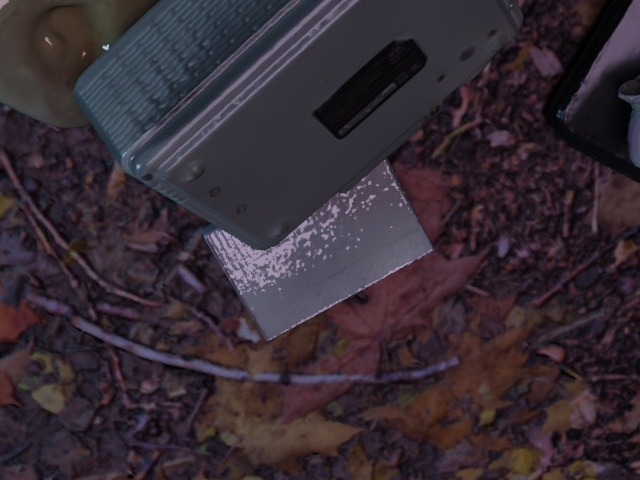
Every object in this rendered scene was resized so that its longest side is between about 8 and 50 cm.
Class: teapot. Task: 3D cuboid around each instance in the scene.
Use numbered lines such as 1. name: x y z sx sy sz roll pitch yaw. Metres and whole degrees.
1. teapot: 0.249 -0.087 0.816 0.064 0.083 0.064 -28 110 -9

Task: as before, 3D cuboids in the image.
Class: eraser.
1. eraser: 0.000 0.000 0.875 0.150 0.023 0.104 -28 111 2

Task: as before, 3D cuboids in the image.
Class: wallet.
1. wallet: 0.304 -0.095 0.883 0.250 0.044 0.149 27 107 -18

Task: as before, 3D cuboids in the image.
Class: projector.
1. projector: -0.002 -0.117 0.744 0.256 0.099 0.192 -42 153 7

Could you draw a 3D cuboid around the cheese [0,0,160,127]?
1. cheese: -0.161 -0.252 0.704 0.351 0.129 0.328 -40 117 5
